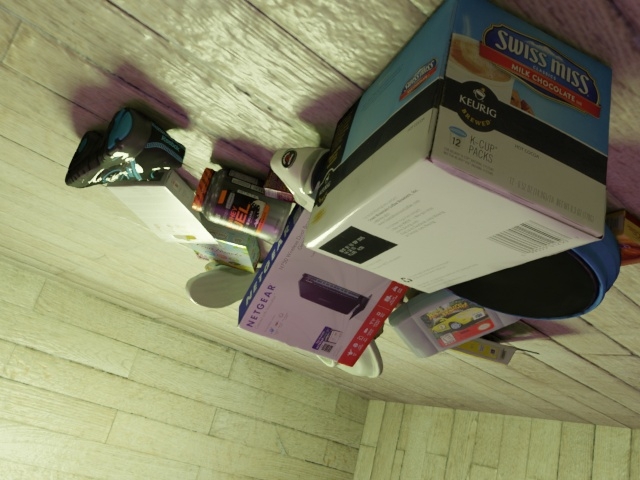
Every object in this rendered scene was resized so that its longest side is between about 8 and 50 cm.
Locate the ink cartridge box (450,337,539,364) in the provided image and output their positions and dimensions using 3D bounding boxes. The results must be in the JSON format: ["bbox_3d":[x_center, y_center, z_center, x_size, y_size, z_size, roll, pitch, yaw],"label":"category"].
[{"bbox_3d":[0.445,0.314,1.723,0.307,0.072,0.303,19,173,-4],"label":"ink cartridge box"}]

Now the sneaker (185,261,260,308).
[{"bbox_3d":[-0.301,0.114,1.636,0.169,0.108,0.292,17,-168,37],"label":"sneaker"}]

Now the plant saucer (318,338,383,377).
[{"bbox_3d":[0.008,0.236,1.572,0.400,0.100,0.400,47,161,22],"label":"plant saucer"}]

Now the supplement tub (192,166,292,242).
[{"bbox_3d":[-0.161,-0.077,1.178,0.190,0.117,0.117,18,159,-9],"label":"supplement tub"}]

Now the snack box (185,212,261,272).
[{"bbox_3d":[-0.258,0.007,1.522,0.174,0.070,0.207,14,157,6],"label":"snack box"}]

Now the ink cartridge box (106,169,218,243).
[{"bbox_3d":[-0.368,-0.079,1.364,0.189,0.066,0.232,2,151,29],"label":"ink cartridge box"}]

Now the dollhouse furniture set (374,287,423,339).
[{"bbox_3d":[0.295,0.219,1.533,0.355,0.174,0.303,16,159,-1],"label":"dollhouse furniture set"}]

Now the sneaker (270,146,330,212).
[{"bbox_3d":[0.034,-0.085,1.062,0.146,0.122,0.330,22,168,40],"label":"sneaker"}]

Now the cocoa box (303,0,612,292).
[{"bbox_3d":[0.160,-0.098,0.750,0.231,0.228,0.347,21,158,-16],"label":"cocoa box"}]

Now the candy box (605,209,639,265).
[{"bbox_3d":[0.496,0.008,1.032,0.109,0.053,0.186,26,155,-24],"label":"candy box"}]

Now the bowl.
[{"bbox_3d":[0.336,0.027,1.055,0.391,0.077,0.391,22,156,10],"label":"bowl"}]

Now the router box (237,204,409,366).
[{"bbox_3d":[0.018,0.100,1.272,0.301,0.082,0.335,22,116,-18],"label":"router box"}]

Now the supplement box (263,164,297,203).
[{"bbox_3d":[-0.065,-0.109,1.119,0.083,0.055,0.043,15,159,3],"label":"supplement box"}]

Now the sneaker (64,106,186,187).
[{"bbox_3d":[-0.403,-0.154,1.143,0.139,0.125,0.340,26,159,-38],"label":"sneaker"}]

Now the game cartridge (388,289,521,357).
[{"bbox_3d":[0.322,0.175,1.362,0.294,0.060,0.196,-27,128,17],"label":"game cartridge"}]
